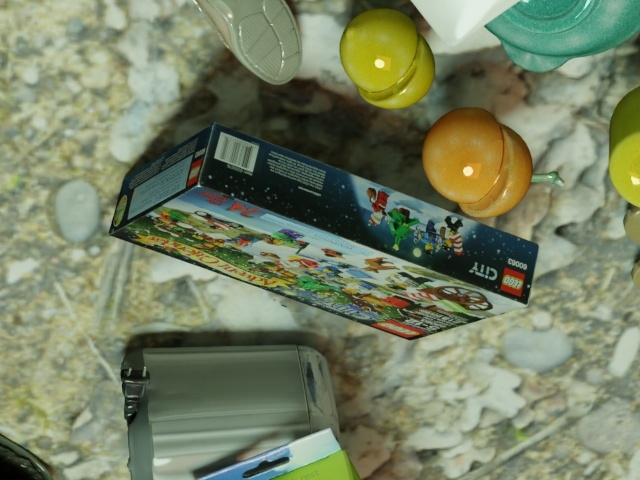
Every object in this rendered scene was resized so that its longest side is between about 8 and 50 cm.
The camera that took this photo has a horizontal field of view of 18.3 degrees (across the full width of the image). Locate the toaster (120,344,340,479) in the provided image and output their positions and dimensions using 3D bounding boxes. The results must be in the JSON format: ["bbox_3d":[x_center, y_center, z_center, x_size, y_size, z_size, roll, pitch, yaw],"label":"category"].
[{"bbox_3d":[-0.064,0.159,1.407,0.146,0.129,0.227,-5,129,-6],"label":"toaster"}]

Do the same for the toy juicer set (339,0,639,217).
[{"bbox_3d":[0.105,-0.163,1.183,0.209,0.089,0.329,-9,114,23],"label":"toy juicer set"}]

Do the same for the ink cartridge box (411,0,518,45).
[{"bbox_3d":[0.069,-0.253,0.994,0.171,0.168,0.232,-33,106,20],"label":"ink cartridge box"}]

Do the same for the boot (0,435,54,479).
[{"bbox_3d":[-0.327,0.203,1.452,0.208,0.076,0.190,-34,140,30],"label":"boot"}]

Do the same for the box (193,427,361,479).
[{"bbox_3d":[-0.008,0.213,1.354,0.109,0.042,0.178,-22,132,5],"label":"box"}]

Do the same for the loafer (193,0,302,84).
[{"bbox_3d":[-0.054,-0.147,1.208,0.045,0.039,0.125,-47,130,-10],"label":"loafer"}]

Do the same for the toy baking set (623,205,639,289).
[{"bbox_3d":[0.324,-0.015,1.360,0.256,0.030,0.197,23,128,-23],"label":"toy baking set"}]

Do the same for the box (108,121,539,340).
[{"bbox_3d":[0.000,0.000,1.274,0.233,0.044,0.159,20,161,-21],"label":"box"}]
